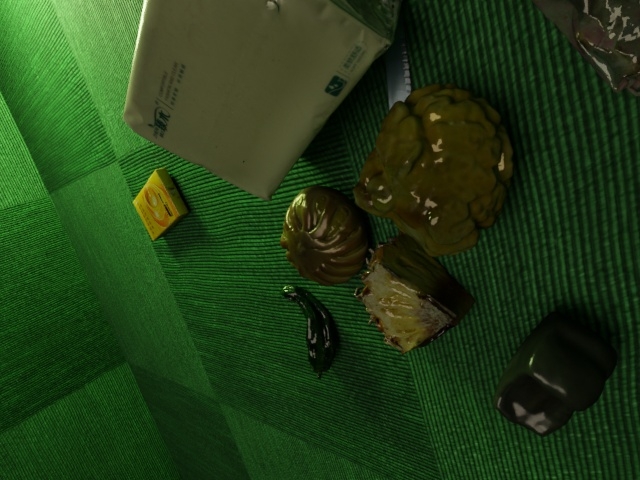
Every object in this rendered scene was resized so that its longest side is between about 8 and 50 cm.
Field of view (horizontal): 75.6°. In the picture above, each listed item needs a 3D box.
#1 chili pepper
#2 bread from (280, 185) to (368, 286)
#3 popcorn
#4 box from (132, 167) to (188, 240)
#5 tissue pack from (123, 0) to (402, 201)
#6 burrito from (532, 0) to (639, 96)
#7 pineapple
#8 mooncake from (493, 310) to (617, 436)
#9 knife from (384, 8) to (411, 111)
[{"bbox_3d":[-0.017,0.239,0.997,0.122,0.065,0.278,5,114,52],"label":"chili pepper"},{"bbox_3d":[0.000,0.000,0.817,0.213,0.105,0.213,20,125,32],"label":"bread"},{"bbox_3d":[0.152,-0.097,0.578,0.226,0.200,0.203,44,176,-29],"label":"popcorn"},{"bbox_3d":[-0.506,-0.107,1.294,0.269,0.043,0.152,-24,95,49],"label":"box"},{"bbox_3d":[-0.104,-0.274,0.630,0.297,0.207,0.380,28,141,-14],"label":"tissue pack"},{"bbox_3d":[0.265,-0.281,0.426,0.309,0.066,0.096,54,141,11],"label":"burrito"},{"bbox_3d":[0.164,0.101,0.725,0.186,0.114,0.236,5,125,42],"label":"pineapple"},{"bbox_3d":[0.315,0.189,0.566,0.104,0.175,0.168,40,93,27],"label":"mooncake"},{"bbox_3d":[0.125,-0.191,0.652,0.045,0.019,0.313,6,116,34],"label":"knife"}]
